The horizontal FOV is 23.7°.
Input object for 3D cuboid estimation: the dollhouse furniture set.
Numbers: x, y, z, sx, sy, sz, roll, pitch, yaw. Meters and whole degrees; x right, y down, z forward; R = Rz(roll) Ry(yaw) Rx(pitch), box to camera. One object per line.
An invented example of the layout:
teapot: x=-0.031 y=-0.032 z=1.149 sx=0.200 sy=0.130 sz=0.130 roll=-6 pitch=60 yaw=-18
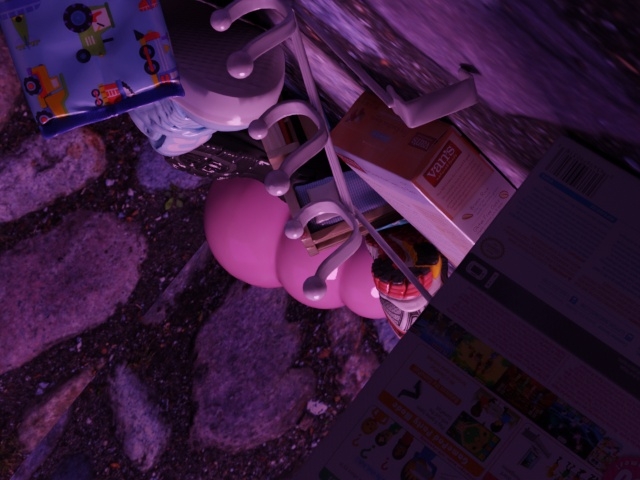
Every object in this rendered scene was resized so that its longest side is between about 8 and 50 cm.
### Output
dollhouse furniture set: x=0.010 y=-0.097 z=1.604 sx=0.129 sy=0.129 sz=0.184 roll=67 pitch=-178 yaw=-82

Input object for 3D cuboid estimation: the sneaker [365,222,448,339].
sneaker: x=0.092 y=0.040 z=1.574 sx=0.225 sy=0.088 sz=0.093 roll=-69 pitch=-32 yaw=-69

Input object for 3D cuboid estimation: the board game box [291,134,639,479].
board game box: x=0.161 y=0.116 z=0.992 sx=0.224 sy=0.303 sz=0.097 roll=37 pitch=176 yaw=35

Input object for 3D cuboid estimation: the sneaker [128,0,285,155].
sneaker: x=-0.125 y=-0.148 z=1.560 sx=0.135 sy=0.150 sz=0.366 roll=-6 pitch=-158 yaw=-16

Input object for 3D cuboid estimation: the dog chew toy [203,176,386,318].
dog chew toy: x=0.000 y=0.000 z=2.092 sx=0.332 sy=0.207 sz=0.206 roll=29 pitch=172 yaw=27

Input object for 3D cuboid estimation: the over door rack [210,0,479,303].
over door rack: x=0.022 y=-0.053 z=1.225 sx=0.324 sy=0.108 sz=0.239 roll=34 pitch=149 yaw=53

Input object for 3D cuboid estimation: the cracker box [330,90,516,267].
cracker box: x=0.128 y=-0.030 z=1.393 sx=0.232 sy=0.067 sz=0.155 roll=41 pitch=175 yaw=-33

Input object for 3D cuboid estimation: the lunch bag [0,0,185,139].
lunch bag: x=-0.233 y=-0.232 z=1.434 sx=0.293 sy=0.138 sz=0.221 roll=-135 pitch=28 yaw=-76

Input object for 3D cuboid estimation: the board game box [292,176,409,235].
board game box: x=0.043 y=-0.038 z=1.759 sx=0.186 sy=0.126 sz=0.026 roll=60 pitch=-159 yaw=-73

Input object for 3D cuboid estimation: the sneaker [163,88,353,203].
sneaker: x=-0.043 y=-0.120 z=1.782 sx=0.286 sy=0.130 sz=0.109 roll=20 pitch=155 yaw=-22
